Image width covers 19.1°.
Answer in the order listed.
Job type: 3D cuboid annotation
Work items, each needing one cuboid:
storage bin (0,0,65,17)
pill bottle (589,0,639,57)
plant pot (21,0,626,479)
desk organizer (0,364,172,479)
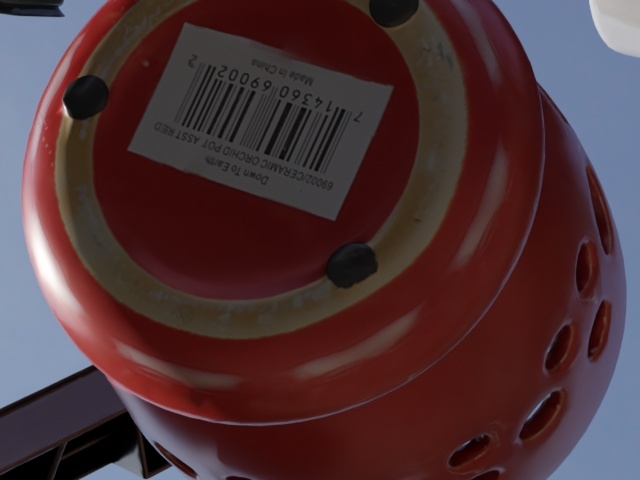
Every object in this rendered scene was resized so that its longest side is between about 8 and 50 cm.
[{"bbox_3d":[-0.248,-0.212,1.332,0.098,0.135,0.091,-10,-69,-60],"label":"storage bin"},{"bbox_3d":[0.255,-0.110,0.710,0.160,0.283,0.160,-37,-46,-50],"label":"pill bottle"},{"bbox_3d":[0.000,0.000,0.650,0.191,0.191,0.174,-30,-24,5],"label":"plant pot"},{"bbox_3d":[-0.117,0.098,0.919,0.130,0.050,0.047,-25,-61,-36],"label":"desk organizer"}]
